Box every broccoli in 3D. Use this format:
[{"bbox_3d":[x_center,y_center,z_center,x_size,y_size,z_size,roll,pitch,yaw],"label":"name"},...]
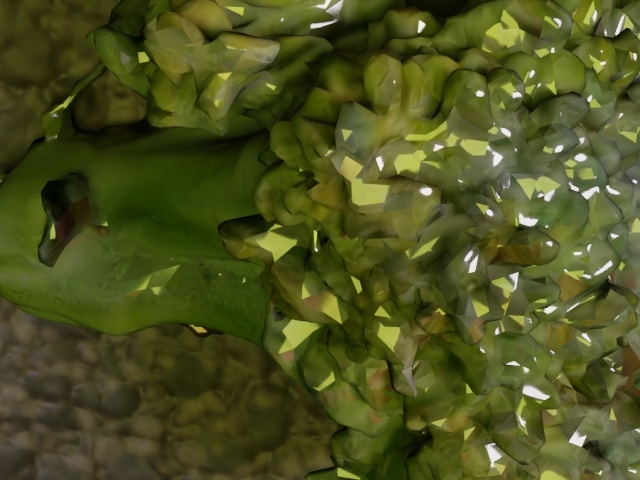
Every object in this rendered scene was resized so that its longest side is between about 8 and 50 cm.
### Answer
[{"bbox_3d":[0.010,0.003,0.430,0.273,0.180,0.242,-9,110,8],"label":"broccoli"}]
